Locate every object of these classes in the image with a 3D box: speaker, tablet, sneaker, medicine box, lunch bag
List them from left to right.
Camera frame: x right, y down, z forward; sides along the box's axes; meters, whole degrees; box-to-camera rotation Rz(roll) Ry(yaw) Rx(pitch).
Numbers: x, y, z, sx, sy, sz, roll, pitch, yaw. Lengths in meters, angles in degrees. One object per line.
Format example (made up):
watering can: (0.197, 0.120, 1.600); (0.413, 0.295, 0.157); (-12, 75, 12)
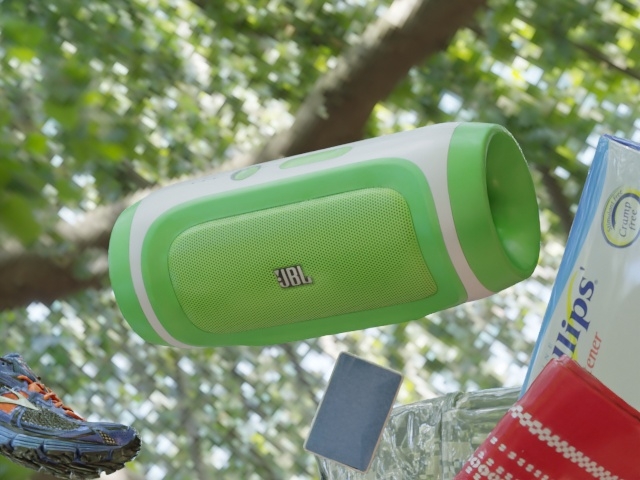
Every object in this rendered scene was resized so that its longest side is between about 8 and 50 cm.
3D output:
sneaker: (-0.249, 0.135, 1.417); (0.083, 0.221, 0.087); (68, -143, -69)
speaker: (0.000, 0.000, 1.235); (0.131, 0.296, 0.131); (36, -132, -55)
tablet: (0.025, 0.132, 1.330); (0.006, 0.054, 0.083); (11, -79, -86)
lunch bag: (0.112, 0.293, 1.549); (0.212, 0.256, 0.305); (56, -149, -53)
medicine box: (0.330, 0.077, 1.413); (0.289, 0.149, 0.263); (10, -80, -38)

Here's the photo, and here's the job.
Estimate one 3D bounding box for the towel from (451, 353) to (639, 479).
towel: (0.101, 0.208, 0.822); (0.199, 0.031, 0.275); (37, -87, -22)
